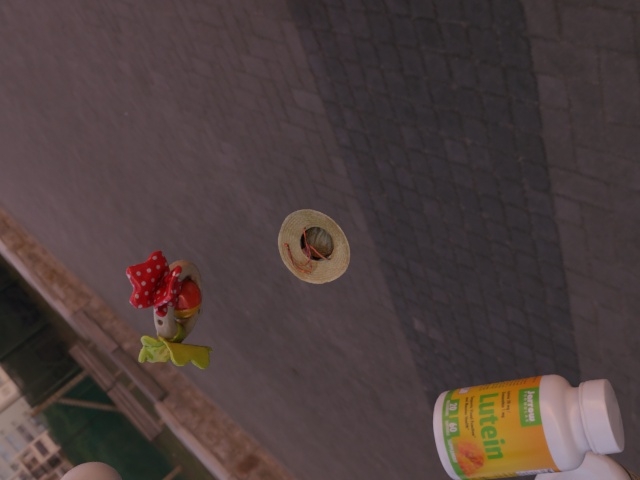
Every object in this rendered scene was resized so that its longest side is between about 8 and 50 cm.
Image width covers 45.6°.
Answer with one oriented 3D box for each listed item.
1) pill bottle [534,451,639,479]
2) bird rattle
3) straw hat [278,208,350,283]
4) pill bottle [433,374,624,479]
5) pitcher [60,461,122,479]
[{"bbox_3d":[0.531,0.509,1.343,0.334,0.188,0.188,35,169,-33],"label":"pill bottle"},{"bbox_3d":[-0.294,0.123,1.495,0.143,0.207,0.253,-2,116,16],"label":"bird rattle"},{"bbox_3d":[0.000,0.000,1.306,0.144,0.061,0.144,14,120,25],"label":"straw hat"},{"bbox_3d":[0.302,0.270,1.110,0.246,0.136,0.136,-16,118,27],"label":"pill bottle"},{"bbox_3d":[-0.445,0.511,1.490,0.178,0.125,0.207,8,176,11],"label":"pitcher"}]
